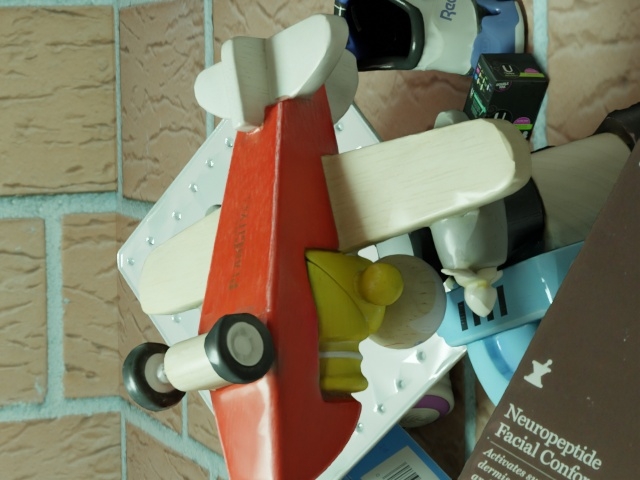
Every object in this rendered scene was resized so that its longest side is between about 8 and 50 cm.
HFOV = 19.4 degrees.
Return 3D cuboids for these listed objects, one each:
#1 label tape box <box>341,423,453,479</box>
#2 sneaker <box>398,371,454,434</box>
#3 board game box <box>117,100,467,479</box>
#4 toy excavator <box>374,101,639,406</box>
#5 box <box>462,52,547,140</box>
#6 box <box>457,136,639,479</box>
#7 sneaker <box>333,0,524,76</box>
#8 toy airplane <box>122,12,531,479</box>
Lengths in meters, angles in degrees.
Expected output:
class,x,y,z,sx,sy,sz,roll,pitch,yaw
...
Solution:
class,x,y,z,sx,sy,sz,roll,pitch,yaw
label tape box,0.042,0.347,2.229,0.240,0.106,0.334,46,147,22
sneaker,0.076,0.167,2.283,0.305,0.114,0.152,-32,54,58
board game box,-0.017,0.044,2.051,0.390,0.050,0.390,-49,65,32
toy excavator,0.273,0.109,1.659,0.433,0.222,0.445,-27,81,66
box,0.193,-0.150,1.970,0.052,0.062,0.083,-114,30,-45
box,0.263,0.115,1.420,0.191,0.143,0.381,29,93,28
sneaker,0.083,-0.268,2.079,0.315,0.182,0.127,-129,43,-57
toy airplane,0.000,0.000,1.642,0.384,0.272,0.386,-57,33,12
